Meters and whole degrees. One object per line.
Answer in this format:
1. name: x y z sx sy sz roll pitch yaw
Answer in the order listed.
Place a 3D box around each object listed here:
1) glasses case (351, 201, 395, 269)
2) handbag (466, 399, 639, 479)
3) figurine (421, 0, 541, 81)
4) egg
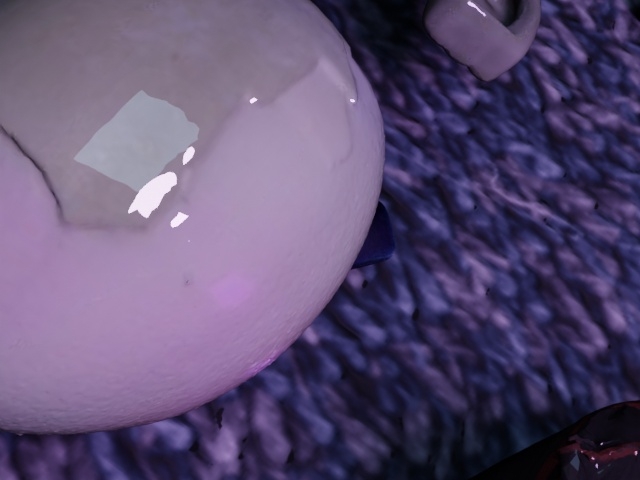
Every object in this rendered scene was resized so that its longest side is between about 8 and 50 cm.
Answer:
1. glasses case: 0.000 0.000 0.612 0.083 0.023 0.033 -13 65 -25
2. handbag: 0.149 0.142 0.497 0.215 0.169 0.155 1 62 -20
3. figurine: 0.028 -0.245 0.677 0.285 0.167 0.342 -21 50 -37
4. egg: -0.084 -0.012 0.498 0.183 0.183 0.217 41 67 6
